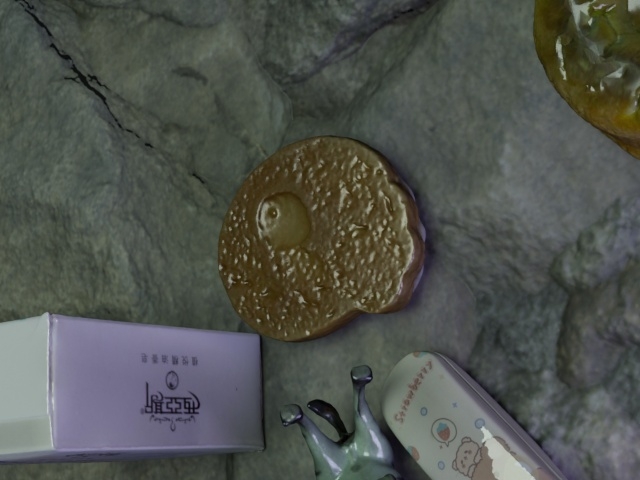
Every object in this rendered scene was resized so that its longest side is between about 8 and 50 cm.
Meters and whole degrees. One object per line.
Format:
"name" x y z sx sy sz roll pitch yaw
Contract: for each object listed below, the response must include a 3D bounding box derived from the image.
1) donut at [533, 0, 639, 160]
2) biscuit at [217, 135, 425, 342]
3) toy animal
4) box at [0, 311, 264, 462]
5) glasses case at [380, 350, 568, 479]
"donut" 0.282 -0.159 0.914 0.261 0.128 0.208 -6 81 37
"biscuit" 0.000 0.000 1.145 0.208 0.049 0.181 -27 70 30
"toy animal" 0.045 0.227 1.014 0.090 0.170 0.255 -19 63 -2
"box" -0.212 0.141 1.141 0.203 0.274 0.116 -10 77 35
"glasses case" 0.126 0.173 1.030 0.204 0.051 0.081 45 114 32
